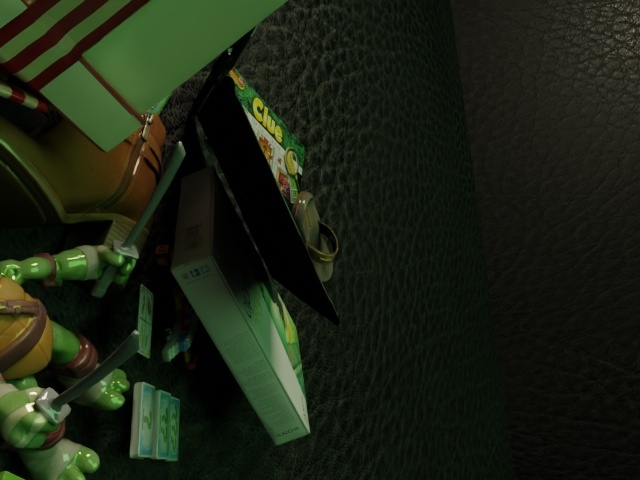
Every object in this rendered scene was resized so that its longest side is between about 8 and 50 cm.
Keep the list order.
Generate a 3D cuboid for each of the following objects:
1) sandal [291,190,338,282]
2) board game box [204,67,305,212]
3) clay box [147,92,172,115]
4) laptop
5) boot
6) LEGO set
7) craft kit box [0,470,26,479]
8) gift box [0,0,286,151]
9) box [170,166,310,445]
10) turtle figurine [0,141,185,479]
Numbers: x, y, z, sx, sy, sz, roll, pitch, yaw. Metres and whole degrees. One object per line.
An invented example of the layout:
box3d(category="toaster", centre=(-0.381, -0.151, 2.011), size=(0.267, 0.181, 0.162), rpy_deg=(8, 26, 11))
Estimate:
box3d(category="sandal", centre=(0.000, 0.000, 1.257), size=(0.219, 0.060, 0.090), rpy_deg=(78, 26, -43))
box3d(category="board game box", centre=(-0.100, -0.160, 1.151), size=(0.260, 0.030, 0.136), rpy_deg=(42, 45, -55))
box3d(category="clay box", centre=(-0.240, -0.241, 0.843), size=(0.222, 0.053, 0.127), rpy_deg=(59, 34, -39))
box3d(category="laptop", centre=(-0.021, -0.161, 0.849), size=(0.236, 0.382, 0.408), rpy_deg=(31, 87, -15))
box3d(category="boot", centre=(-0.251, -0.101, 0.714), size=(0.283, 0.109, 0.220), rpy_deg=(52, 40, -51))
box3d(category="LEGO set", centre=(-0.170, 0.133, 0.825), size=(0.182, 0.060, 0.244), rpy_deg=(80, 8, -71))
box3d(category="craft kit box", centre=(-0.249, 0.371, 0.623), size=(0.250, 0.061, 0.246), rpy_deg=(54, 27, -45))
box3d(category="gift box", centre=(-0.224, -0.268, 0.582), size=(0.276, 0.258, 0.255), rpy_deg=(49, 2, -47))
box3d(category="box", centre=(-0.103, 0.087, 0.948), size=(0.232, 0.058, 0.322), rpy_deg=(-102, 172, -57))
box3d(category="turtle figurine", centre=(-0.210, 0.099, 0.606), size=(0.266, 0.275, 0.198), rpy_deg=(88, -21, -47))
